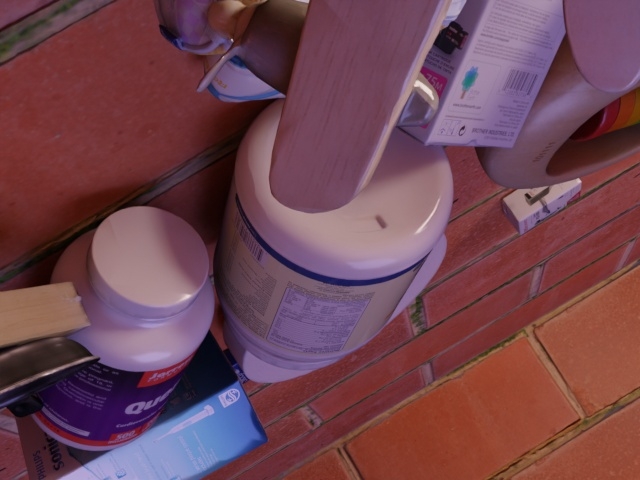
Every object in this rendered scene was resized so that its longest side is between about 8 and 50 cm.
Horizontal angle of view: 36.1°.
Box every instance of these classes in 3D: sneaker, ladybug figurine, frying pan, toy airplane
[{"bbox_3d":[-0.006,-0.190,0.929,0.229,0.087,0.092,-16,167,-26],"label":"sneaker"},{"bbox_3d":[0.362,-0.212,1.269,0.450,0.161,0.305,-16,154,-35],"label":"ladybug figurine"},{"bbox_3d":[-0.288,0.139,0.969,0.197,0.053,0.326,-25,176,10],"label":"frying pan"},{"bbox_3d":[0.045,-0.239,0.557,0.386,0.272,0.384,-28,117,15],"label":"toy airplane"}]

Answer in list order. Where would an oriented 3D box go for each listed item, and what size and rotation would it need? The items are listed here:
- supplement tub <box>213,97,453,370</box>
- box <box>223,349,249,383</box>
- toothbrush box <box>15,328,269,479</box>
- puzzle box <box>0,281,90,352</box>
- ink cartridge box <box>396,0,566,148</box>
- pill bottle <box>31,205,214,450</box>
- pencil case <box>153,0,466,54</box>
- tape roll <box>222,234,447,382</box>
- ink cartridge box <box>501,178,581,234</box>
[{"bbox_3d":[0.000,0.000,1.144,0.236,0.235,0.325,-22,158,-23],"label":"supplement tub"},{"bbox_3d":[-0.152,0.225,1.743,0.225,0.036,0.136,-29,159,-4],"label":"box"},{"bbox_3d":[-0.253,0.248,1.354,0.296,0.216,0.126,-27,123,-12],"label":"toothbrush box"},{"bbox_3d":[-0.453,0.150,0.928,0.409,0.052,0.272,-26,174,18],"label":"puzzle box"},{"bbox_3d":[0.197,-0.244,1.000,0.186,0.065,0.311,-4,124,-52],"label":"ink cartridge box"},{"bbox_3d":[-0.232,0.103,1.129,0.182,0.181,0.323,-17,156,-34],"label":"pill bottle"},{"bbox_3d":[0.000,-0.216,0.800,0.273,0.124,0.113,-16,134,-39],"label":"pencil case"},{"bbox_3d":[0.026,0.084,1.567,0.392,0.072,0.392,-30,156,-15],"label":"tape roll"},{"bbox_3d":[0.405,-0.077,1.798,0.135,0.056,0.099,-33,161,3],"label":"ink cartridge box"}]
